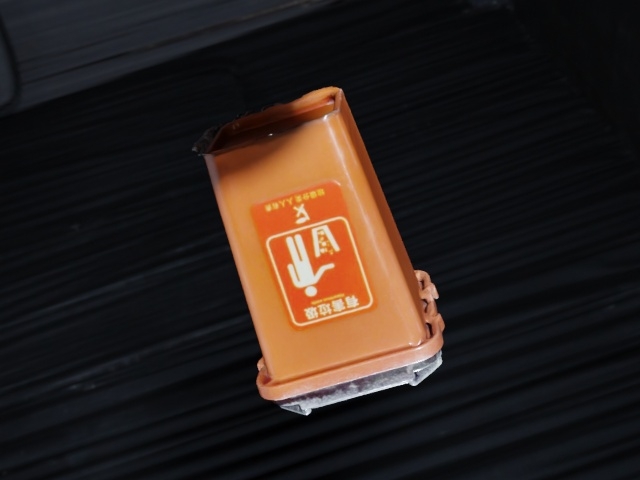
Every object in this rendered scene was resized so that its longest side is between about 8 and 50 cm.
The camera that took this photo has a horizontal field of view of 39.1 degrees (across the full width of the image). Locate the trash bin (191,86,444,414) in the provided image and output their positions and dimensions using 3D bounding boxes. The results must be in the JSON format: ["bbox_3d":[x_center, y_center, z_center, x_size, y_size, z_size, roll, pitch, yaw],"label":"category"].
[{"bbox_3d":[0.000,0.000,0.765,0.184,0.161,0.239,-81,153,-72],"label":"trash bin"}]
